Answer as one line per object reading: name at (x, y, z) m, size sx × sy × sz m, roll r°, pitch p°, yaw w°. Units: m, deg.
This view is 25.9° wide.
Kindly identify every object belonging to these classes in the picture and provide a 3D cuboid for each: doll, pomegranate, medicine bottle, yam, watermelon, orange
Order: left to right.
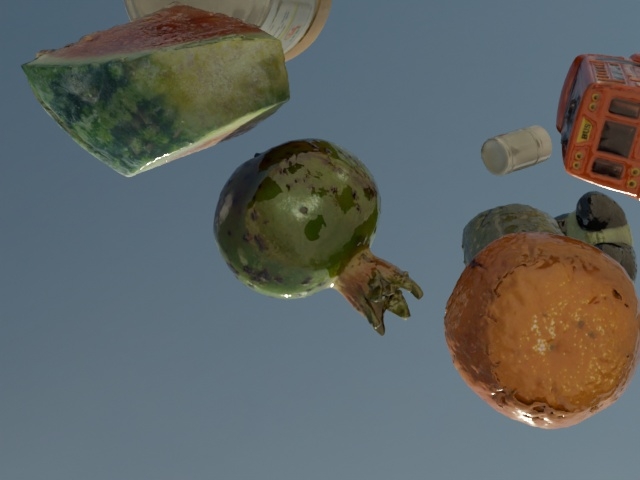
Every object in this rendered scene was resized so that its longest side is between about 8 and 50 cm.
watermelon at (-0.182, -0.201, 1.671) m, size 0.232 × 0.310 × 0.193 m, roll -26°, pitch -85°, yaw -77°
medicine bottle at (-0.129, -0.363, 1.967) m, size 0.237 × 0.238 × 0.232 m, roll 66°, pitch -157°, yaw 2°
pomegranate at (-0.016, 0.001, 1.844) m, size 0.231 × 0.231 × 0.285 m, roll 0°, pitch -128°, yaw -44°
medicine bottle at (0.275, -0.126, 1.951) m, size 0.089 × 0.057 × 0.057 m, roll -19°, pitch -95°, yaw -34°
yam at (0.294, 0.063, 1.991) m, size 0.168 × 0.168 × 0.304 m, roll 42°, pitch -161°, yaw -21°
orange at (0.216, 0.083, 1.343) m, size 0.193 × 0.161 × 0.193 m, roll 0°, pitch -89°, yaw -6°
doll at (0.444, 0.036, 2.230) m, size 0.135 × 0.143 × 0.234 m, roll 17°, pitch -126°, yaw -29°

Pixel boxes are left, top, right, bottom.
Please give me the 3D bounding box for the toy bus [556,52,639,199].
toy bus at (0.374, -0.154, 1.727) m, size 0.153 × 0.143 × 0.329 m, roll 14°, pitch -162°, yaw 6°
